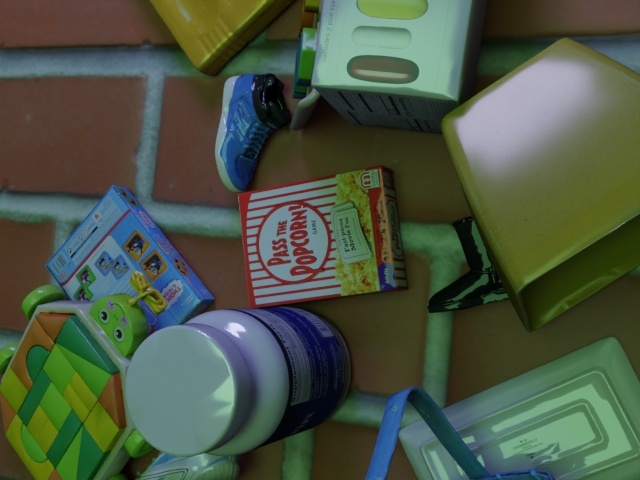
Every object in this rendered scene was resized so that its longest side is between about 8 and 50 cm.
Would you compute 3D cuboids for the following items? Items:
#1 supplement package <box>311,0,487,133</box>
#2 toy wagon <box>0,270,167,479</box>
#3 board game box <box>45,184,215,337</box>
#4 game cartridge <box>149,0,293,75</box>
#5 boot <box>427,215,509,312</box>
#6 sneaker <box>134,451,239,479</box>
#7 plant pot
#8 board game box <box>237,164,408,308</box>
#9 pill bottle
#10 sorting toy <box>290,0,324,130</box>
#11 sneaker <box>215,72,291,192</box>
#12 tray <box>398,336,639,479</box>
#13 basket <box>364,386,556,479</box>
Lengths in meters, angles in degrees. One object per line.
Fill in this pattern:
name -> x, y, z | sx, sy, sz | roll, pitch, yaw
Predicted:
supplement package -> 0.100, -0.260, 0.840 | 0.145, 0.204, 0.261 | 8, 90, 13
toy wagon -> -0.312, 0.181, 1.048 | 0.267, 0.068, 0.344 | 46, 120, 20
board game box -> -0.262, 0.056, 1.080 | 0.160, 0.039, 0.211 | -46, 70, 15
game cartridge -> -0.110, -0.424, 1.039 | 0.324, 0.053, 0.285 | -39, 72, 15
boot -> 0.169, 0.024, 0.888 | 0.121, 0.045, 0.099 | -15, 83, 15
sneaker -> -0.196, 0.309, 1.020 | 0.237, 0.085, 0.086 | -36, 47, 21
plant pot -> 0.232, -0.060, 0.767 | 0.212, 0.212, 0.187 | -33, 67, 6
board game box -> 0.000, 0.000, 0.964 | 0.194, 0.045, 0.146 | -10, 82, 23
pill bottle -> -0.081, 0.149, 0.870 | 0.153, 0.265, 0.153 | -2, 86, 24
sorting toy -> -0.009, -0.239, 0.911 | 0.038, 0.193, 0.208 | 10, 89, -5
sneaker -> -0.081, -0.137, 1.002 | 0.085, 0.058, 0.152 | -1, 79, 32
tray -> 0.223, 0.223, 0.859 | 0.270, 0.030, 0.145 | -29, 76, 20
basket -> 0.130, 0.312, 0.735 | 0.201, 0.254, 0.289 | -24, 110, 34
